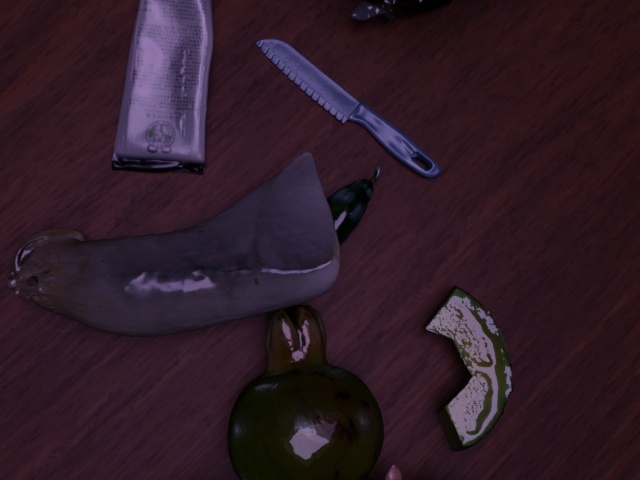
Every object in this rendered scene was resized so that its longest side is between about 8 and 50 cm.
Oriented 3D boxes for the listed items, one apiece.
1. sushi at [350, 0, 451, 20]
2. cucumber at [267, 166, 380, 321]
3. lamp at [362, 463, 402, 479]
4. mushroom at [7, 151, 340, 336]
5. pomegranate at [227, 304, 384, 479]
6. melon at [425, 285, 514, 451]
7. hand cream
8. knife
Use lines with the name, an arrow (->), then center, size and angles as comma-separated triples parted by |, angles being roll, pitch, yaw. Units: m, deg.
sushi -> 0.133, -0.466, 0.914 | 0.281, 0.294, 0.299 | -30, 89, -13
cucumber -> 0.000, 0.000, 0.961 | 0.056, 0.056, 0.250 | 37, 81, -2
lamp -> 0.125, 0.349, 0.886 | 0.253, 0.118, 0.118 | 33, 80, -18
mushroom -> -0.177, 0.030, 0.878 | 0.397, 0.126, 0.177 | -15, 64, -2
pomegranate -> -0.005, 0.210, 0.881 | 0.190, 0.159, 0.241 | 24, 78, -6
melon -> 0.197, 0.165, 0.965 | 0.118, 0.064, 0.209 | -18, 83, -5
hand cream -> -0.199, -0.254, 0.965 | 0.121, 0.076, 0.336 | 6, 89, -2
knife -> 0.038, -0.183, 1.008 | 0.313, 0.019, 0.044 | 39, 82, 0
